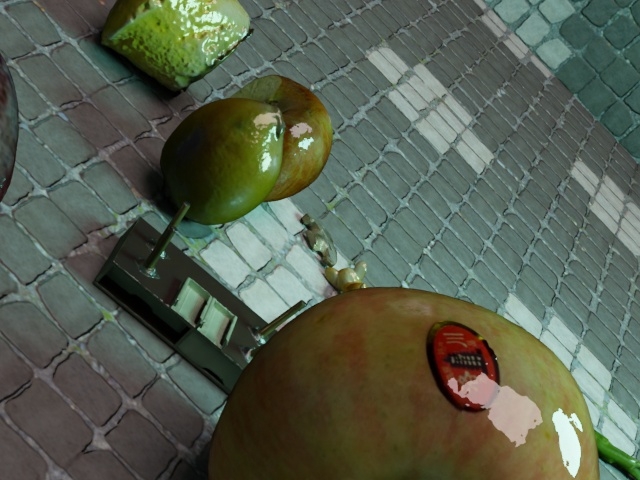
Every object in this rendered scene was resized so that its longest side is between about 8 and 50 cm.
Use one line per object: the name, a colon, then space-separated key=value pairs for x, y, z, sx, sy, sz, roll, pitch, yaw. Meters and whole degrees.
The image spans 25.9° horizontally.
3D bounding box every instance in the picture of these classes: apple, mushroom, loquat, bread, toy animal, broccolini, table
apple: x=-0.067 y=-0.140 z=1.967 sx=0.160 sy=0.173 sz=0.195 roll=29 pitch=32 yaw=-29
mushroom: x=0.000 y=0.000 z=2.045 sx=0.049 sy=0.019 sz=0.101 roll=16 pitch=38 yaw=-48
loquat: x=-0.123 y=-0.107 z=1.808 sx=0.152 sy=0.195 sz=0.152 roll=51 pitch=11 yaw=-14
bread: x=-0.209 y=-0.313 z=2.000 sx=0.170 sy=0.197 sz=0.197 roll=46 pitch=23 yaw=-19
toy animal: x=0.045 y=0.061 z=1.977 sx=0.081 sy=0.061 sz=0.083 roll=74 pitch=-7 yaw=-61
apple: x=0.083 y=0.229 z=1.411 sx=0.391 sy=0.391 sz=0.346 roll=43 pitch=17 yaw=-9
broccolini: x=0.500 y=0.350 z=2.246 sx=0.392 sy=0.074 sz=0.078 roll=35 pitch=20 yaw=-27
table: x=-0.127 y=0.065 z=1.633 sx=0.240 sy=0.111 sz=0.121 roll=41 pitch=26 yaw=-12

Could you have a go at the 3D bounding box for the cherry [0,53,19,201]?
cherry: x=-0.408 y=-0.120 z=1.364 sx=0.230 sy=0.203 sz=0.300 roll=-5 pitch=69 yaw=-62
